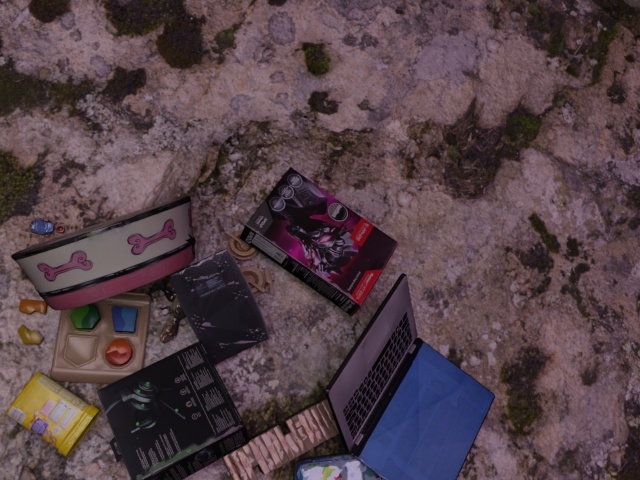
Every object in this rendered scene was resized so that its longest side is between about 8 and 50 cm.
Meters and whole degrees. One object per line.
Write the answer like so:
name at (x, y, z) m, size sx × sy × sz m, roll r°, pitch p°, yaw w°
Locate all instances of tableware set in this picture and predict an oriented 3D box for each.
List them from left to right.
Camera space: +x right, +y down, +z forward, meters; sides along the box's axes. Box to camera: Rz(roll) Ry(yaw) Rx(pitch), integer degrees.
tableware set at (-0.196, 0.056, 1.668) m, size 0.128 × 0.039 × 0.194 m, roll -5°, pitch 66°, yaw -14°

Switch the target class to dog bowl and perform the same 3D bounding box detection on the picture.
dog bowl at (-0.472, 0.030, 1.458) m, size 0.407 × 0.408 × 0.151 m, roll -21°, pitch 100°, yaw -17°

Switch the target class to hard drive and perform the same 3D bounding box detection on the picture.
hard drive at (-0.250, 0.162, 1.585) m, size 0.171 × 0.054 × 0.255 m, roll -26°, pitch 102°, yaw -7°

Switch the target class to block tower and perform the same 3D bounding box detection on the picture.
block tower at (-0.074, 0.486, 1.566) m, size 0.335 × 0.091 × 0.097 m, roll -26°, pitch 83°, yaw -17°

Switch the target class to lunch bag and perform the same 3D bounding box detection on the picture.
lunch bag at (0.046, 0.617, 1.558) m, size 0.218 × 0.090 × 0.176 m, roll -2°, pitch 78°, yaw -12°

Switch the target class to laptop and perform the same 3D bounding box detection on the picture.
laptop at (0.240, 0.373, 1.549) m, size 0.236 × 0.408 × 0.382 m, roll 15°, pitch 50°, yaw 31°

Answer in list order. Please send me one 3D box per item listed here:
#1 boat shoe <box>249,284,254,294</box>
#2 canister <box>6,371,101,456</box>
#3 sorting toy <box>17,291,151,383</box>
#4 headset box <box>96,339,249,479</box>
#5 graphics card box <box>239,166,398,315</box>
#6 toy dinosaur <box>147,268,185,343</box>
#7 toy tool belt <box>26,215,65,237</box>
boat shoe at (-0.189, 0.165, 1.659) m, size 0.035 × 0.035 × 0.100 m, roll -3°, pitch 72°, yaw -11°
canister at (-0.620, 0.402, 1.478) m, size 0.169 × 0.073 × 0.126 m, roll 34°, pitch 71°, yaw 0°
sorting toy at (-0.583, 0.229, 1.550) m, size 0.306 × 0.041 × 0.229 m, roll 6°, pitch 74°, yaw -11°
headset box at (-0.346, 0.413, 1.462) m, size 0.282 × 0.131 × 0.246 m, roll -25°, pitch 59°, yaw -18°
graphics card box at (0.000, 0.000, 1.700) m, size 0.370 × 0.094 × 0.233 m, roll 35°, pitch 61°, yaw 0°
toy dinosaur at (-0.358, 0.124, 1.613) m, size 0.118 × 0.064 × 0.268 m, roll 36°, pitch 76°, yaw -20°
toy tool belt at (-0.689, -0.035, 1.595) m, size 0.083 × 0.051 × 0.052 m, roll 6°, pitch 74°, yaw -11°
